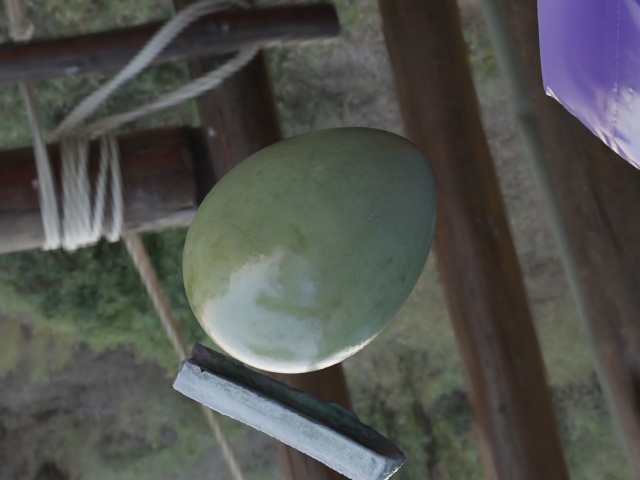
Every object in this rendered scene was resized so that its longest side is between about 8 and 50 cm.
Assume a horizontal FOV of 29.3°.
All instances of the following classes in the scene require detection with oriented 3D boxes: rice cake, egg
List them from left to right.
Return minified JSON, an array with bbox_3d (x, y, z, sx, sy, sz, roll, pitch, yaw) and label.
[{"bbox_3d":[-0.026,0.149,1.026,0.206,0.036,0.047,25,130,1],"label":"rice cake"},{"bbox_3d":[0.000,0.000,1.217,0.295,0.218,0.218,-38,174,-24],"label":"egg"}]

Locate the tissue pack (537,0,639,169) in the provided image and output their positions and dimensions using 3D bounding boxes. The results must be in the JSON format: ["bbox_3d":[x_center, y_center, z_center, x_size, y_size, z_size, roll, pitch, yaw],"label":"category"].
[{"bbox_3d":[0.299,-0.207,1.001,0.160,0.242,0.338,-37,145,-16],"label":"tissue pack"}]
